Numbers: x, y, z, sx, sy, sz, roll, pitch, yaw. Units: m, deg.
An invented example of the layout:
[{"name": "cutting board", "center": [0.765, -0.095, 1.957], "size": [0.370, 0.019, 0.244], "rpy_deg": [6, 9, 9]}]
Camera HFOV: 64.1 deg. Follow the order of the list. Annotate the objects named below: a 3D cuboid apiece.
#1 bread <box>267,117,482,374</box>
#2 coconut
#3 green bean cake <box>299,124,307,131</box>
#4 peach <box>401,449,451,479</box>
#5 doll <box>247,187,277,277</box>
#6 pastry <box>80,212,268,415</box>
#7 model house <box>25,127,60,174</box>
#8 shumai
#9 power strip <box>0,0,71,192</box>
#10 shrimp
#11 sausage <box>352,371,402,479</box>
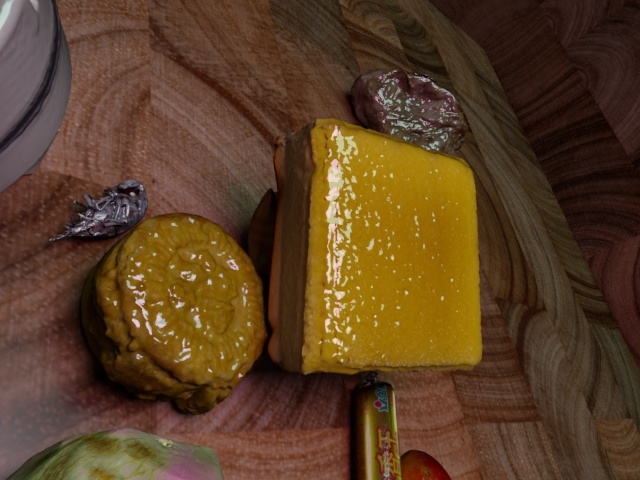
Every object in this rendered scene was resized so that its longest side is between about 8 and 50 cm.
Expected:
[{"name": "bread", "center": [0.086, 0.020, 0.724], "size": [0.323, 0.143, 0.334], "rpy_deg": [11, 76, -34]}, {"name": "coconut", "center": [-0.168, 0.261, 0.422], "size": [0.236, 0.235, 0.205], "rpy_deg": [-46, 115, -53]}, {"name": "green bean cake", "center": [0.029, -0.109, 1.018], "size": [0.193, 0.107, 0.209], "rpy_deg": [18, 51, -41]}, {"name": "peach", "center": [0.155, 0.377, 0.783], "size": [0.100, 0.100, 0.101], "rpy_deg": [29, 44, -31]}, {"name": "doll", "center": [-0.001, 0.000, 0.852], "size": [0.269, 0.162, 0.167], "rpy_deg": [5, 89, -32]}, {"name": "pastry", "center": [-0.164, 0.085, 0.624], "size": [0.235, 0.132, 0.240], "rpy_deg": [57, 36, 3]}, {"name": "model house", "center": [-0.395, -0.121, 0.557], "size": [0.127, 0.100, 0.149], "rpy_deg": [50, 38, -6]}, {"name": "shumai", "center": [0.217, -0.266, 1.351], "size": [0.345, 0.217, 0.284], "rpy_deg": [21, 79, -20]}, {"name": "power strip", "center": [-0.412, -0.182, 0.420], "size": [0.356, 0.161, 0.358], "rpy_deg": [4, 73, -12]}, {"name": "shrimp", "center": [-0.280, -0.035, 0.656], "size": [0.065, 0.056, 0.165], "rpy_deg": [68, 25, -8]}, {"name": "sausage", "center": [0.085, 0.359, 0.736], "size": [0.082, 0.082, 0.372], "rpy_deg": [31, 42, -29]}]
